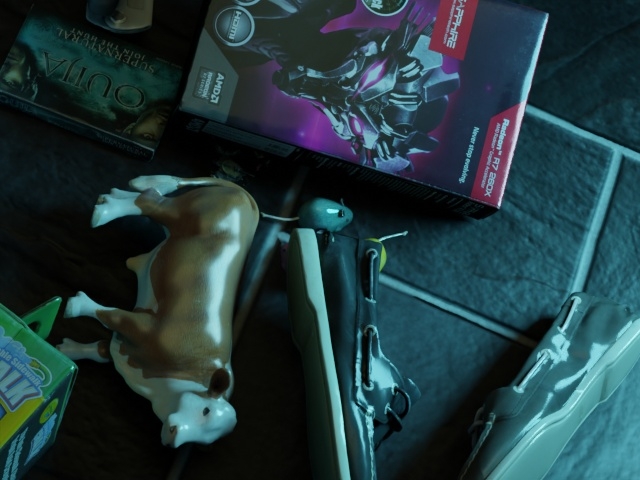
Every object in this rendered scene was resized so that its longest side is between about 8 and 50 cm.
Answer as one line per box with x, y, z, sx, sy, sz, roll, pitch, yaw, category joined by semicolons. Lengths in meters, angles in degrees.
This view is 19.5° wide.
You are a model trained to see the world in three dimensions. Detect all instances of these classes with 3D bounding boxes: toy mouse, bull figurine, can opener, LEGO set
0.000;0.000;1.982;0.143;0.031;0.161;33;57;4;toy mouse
-0.156;0.067;1.855;0.188;0.101;0.310;15;58;-5;bull figurine
-0.218;-0.350;2.097;0.074;0.093;0.280;8;54;-11;can opener
-0.091;-0.078;2.012;0.083;0.023;0.054;-8;64;-35;LEGO set

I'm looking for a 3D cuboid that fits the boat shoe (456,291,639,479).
0.217;0.168;1.912;0.095;0.112;0.335;31;49;24;boat shoe

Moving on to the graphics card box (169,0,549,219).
0.044;-0.185;2.008;0.371;0.094;0.233;17;80;-8;graphics card box

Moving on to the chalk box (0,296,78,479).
-0.349;0.152;1.704;0.179;0.180;0.289;36;56;6;chalk box

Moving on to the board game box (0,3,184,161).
-0.248;-0.171;2.014;0.186;0.026;0.126;21;56;-4;board game box

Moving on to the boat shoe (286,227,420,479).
0.041;0.143;1.853;0.113;0.127;0.340;-2;58;-13;boat shoe
